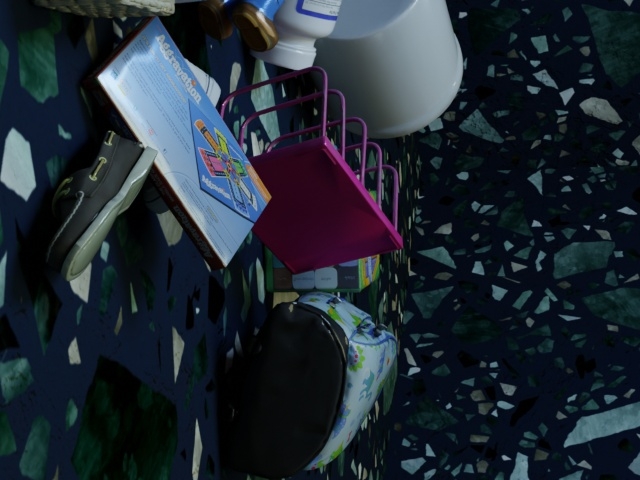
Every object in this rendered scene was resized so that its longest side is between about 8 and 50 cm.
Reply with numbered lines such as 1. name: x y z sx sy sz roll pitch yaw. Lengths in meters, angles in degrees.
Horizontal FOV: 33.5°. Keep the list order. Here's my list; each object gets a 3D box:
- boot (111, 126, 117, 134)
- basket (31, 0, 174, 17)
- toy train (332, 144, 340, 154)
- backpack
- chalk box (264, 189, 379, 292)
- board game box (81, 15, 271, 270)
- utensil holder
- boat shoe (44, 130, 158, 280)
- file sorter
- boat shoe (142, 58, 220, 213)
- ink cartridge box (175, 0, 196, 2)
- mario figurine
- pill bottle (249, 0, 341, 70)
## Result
1. boot: -0.222 -0.118 1.275 0.106 0.037 0.114 -28 114 -62
2. basket: -0.223 -0.291 1.114 0.167 0.113 0.103 -32 122 -75
3. toy train: 0.034 -0.126 2.337 0.248 0.105 0.143 20 55 -77
4. backpack: -0.007 0.221 1.773 0.355 0.273 0.290 -102 -151 -82
5. chalk box: 0.000 0.000 1.947 0.289 0.180 0.179 -15 103 -78
6. board game box: -0.164 -0.116 1.279 0.281 0.027 0.145 58 41 -27
7. utensil holder: 0.105 -0.437 2.150 0.385 0.328 0.327 58 33 -64
8. boat shoe: -0.242 -0.041 1.115 0.081 0.069 0.227 -57 -173 34
9. file sorter: -0.017 -0.111 1.695 0.290 0.202 0.182 50 34 -47
10. boat shoe: -0.195 -0.137 1.353 0.076 0.083 0.226 43 41 -34
11. ink cartridge box: -0.113 -0.410 1.263 0.197 0.270 0.198 -74 159 -57
12. mario figurine: -0.038 -0.408 1.620 0.320 0.198 0.170 -54 -177 -22
13. pill bottle: -0.034 -0.434 1.799 0.152 0.152 0.272 -50 158 -72
